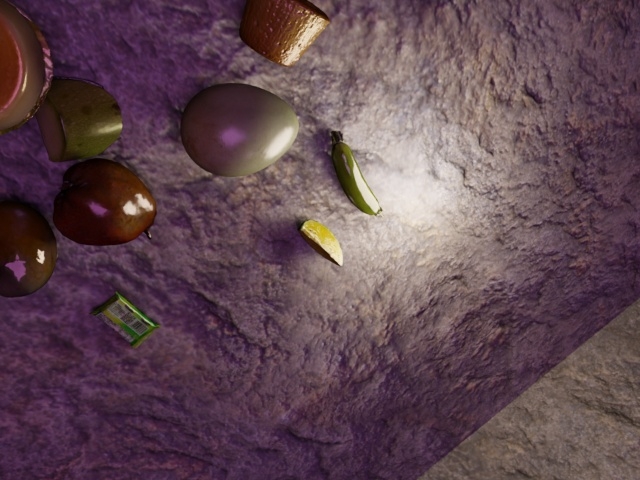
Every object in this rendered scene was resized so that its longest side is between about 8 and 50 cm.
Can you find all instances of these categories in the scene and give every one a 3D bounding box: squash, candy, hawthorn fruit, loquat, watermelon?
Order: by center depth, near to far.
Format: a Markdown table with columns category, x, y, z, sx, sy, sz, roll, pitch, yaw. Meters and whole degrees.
| category | x | y | z | sx | sy | sz | roll | pitch | yaw |
| --- | --- | --- | --- | --- | --- | --- | --- | --- | --- |
| squash | -0.548 | -0.269 | 1.137 | 0.183 | 0.085 | 0.192 | -13 | 120 | -15 |
| loquat | -0.697 | 0.020 | 1.140 | 0.179 | 0.179 | 0.228 | -29 | 78 | -7 |
| hawthorn fruit | -0.498 | -0.073 | 1.195 | 0.208 | 0.208 | 0.248 | -50 | 136 | 6 |
| candy | -0.545 | 0.225 | 1.406 | 0.102 | 0.032 | 0.178 | -37 | 124 | 2 |
| squash | 0.097 | -0.171 | 1.458 | 0.071 | 0.080 | 0.319 | -14 | 126 | 29 |
| watermelon | 0.005 | -0.008 | 1.489 | 0.181 | 0.092 | 0.075 | 42 | 80 | -24 |

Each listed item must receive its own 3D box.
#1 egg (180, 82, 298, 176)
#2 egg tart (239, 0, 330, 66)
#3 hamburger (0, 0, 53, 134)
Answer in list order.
| category | x | y | z | sx | sy | sz | roll | pitch | yaw |
| --- | --- | --- | --- | --- | --- | --- | --- | --- | --- |
| egg | -0.189 | -0.268 | 1.210 | 0.295 | 0.218 | 0.219 | -17 | 120 | -30 |
| egg tart | -0.092 | -0.503 | 1.164 | 0.202 | 0.203 | 0.147 | 18 | 120 | -28 |
| hamburger | -0.685 | -0.347 | 0.985 | 0.299 | 0.176 | 0.301 | -3 | 109 | -10 |
